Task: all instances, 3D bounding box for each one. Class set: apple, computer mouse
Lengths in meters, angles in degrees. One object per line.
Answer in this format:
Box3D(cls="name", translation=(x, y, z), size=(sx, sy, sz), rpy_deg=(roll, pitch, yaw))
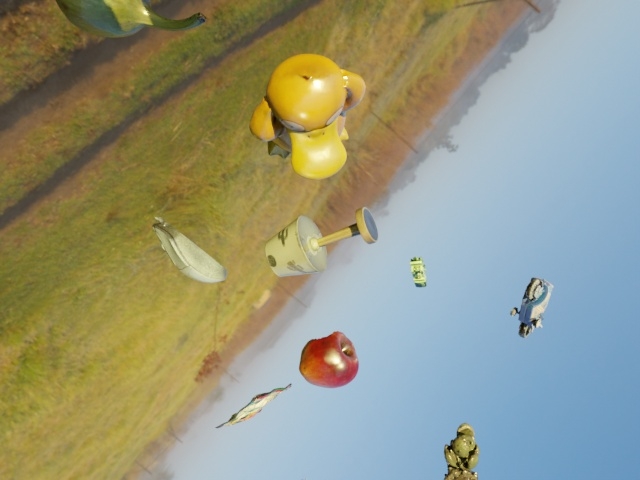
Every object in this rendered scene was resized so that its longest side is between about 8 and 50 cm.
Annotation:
Box3D(cls="apple", translation=(0.020, 0.356, 1.379), size=(0.158, 0.156, 0.147), rpy_deg=(-35, -145, 21))
Box3D(cls="computer mouse", translation=(-0.302, 0.035, 1.061), size=(0.113, 0.229, 0.068), rpy_deg=(22, -109, 49))

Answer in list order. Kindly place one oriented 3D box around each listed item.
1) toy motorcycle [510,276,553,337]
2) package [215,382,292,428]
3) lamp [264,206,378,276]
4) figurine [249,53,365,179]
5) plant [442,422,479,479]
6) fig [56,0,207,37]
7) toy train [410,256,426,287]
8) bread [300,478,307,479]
Box3D(cls="toy motorcycle", translation=(0.579, 0.173, 1.284), size=(0.114, 0.076, 0.205), rpy_deg=(-34, 132, -31))
Box3D(cls="package", translation=(-0.198, 0.498, 1.407), size=(0.232, 0.040, 0.166), rpy_deg=(-41, 158, 30))
Box3D(cls="lamp", translation=(0.000, 0.000, 0.928), size=(0.214, 0.121, 0.121), rpy_deg=(-20, -166, 23))
Box3D(cls="figurine", translation=(-0.025, -0.223, 0.825), size=(0.215, 0.215, 0.228), rpy_deg=(-49, -156, 13))
Box3D(cls="plant", translation=(0.259, 0.428, 0.871), size=(0.085, 0.087, 0.174), rpy_deg=(-6, 97, -78))
Box3D(cls="fig", translation=(-0.291, -0.374, 0.745), size=(0.149, 0.245, 0.149), rpy_deg=(-64, 179, -2))
Box3D(cls="toy train", translation=(0.246, 0.077, 1.189), size=(0.033, 0.083, 0.053), rpy_deg=(-8, -129, 19))
Box3D(cls="bread", translation=(0.007, 0.614, 0.924), size=(0.171, 0.192, 0.314), rpy_deg=(-36, 135, -44))
